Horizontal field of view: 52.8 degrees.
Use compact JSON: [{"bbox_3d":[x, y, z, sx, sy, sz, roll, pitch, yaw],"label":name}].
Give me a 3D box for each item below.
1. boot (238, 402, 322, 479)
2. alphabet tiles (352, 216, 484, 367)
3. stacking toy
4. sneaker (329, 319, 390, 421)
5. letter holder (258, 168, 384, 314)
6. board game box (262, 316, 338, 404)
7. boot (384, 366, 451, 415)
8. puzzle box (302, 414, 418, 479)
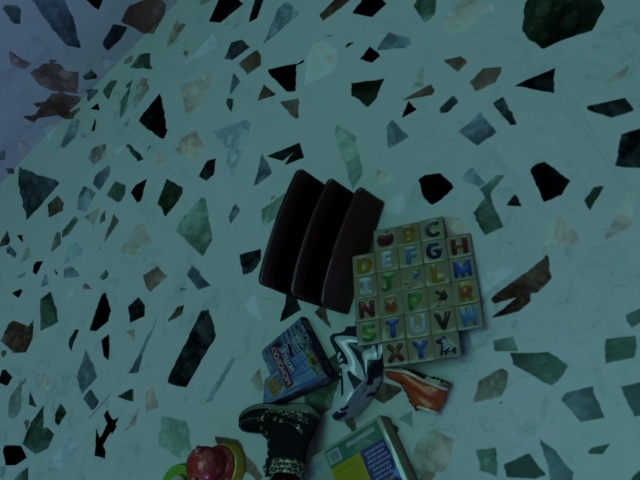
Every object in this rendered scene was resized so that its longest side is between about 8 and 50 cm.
[{"bbox_3d":[-0.117,0.481,1.526,0.236,0.085,0.178,-14,41,29],"label":"boot"},{"bbox_3d":[0.213,0.111,1.465,0.285,0.011,0.342,-12,60,18],"label":"alphabet tiles"},{"bbox_3d":[-0.329,0.675,1.614,0.280,0.130,0.308,-21,61,27],"label":"stacking toy"},{"bbox_3d":[0.065,0.289,1.504,0.153,0.094,0.235,30,91,40],"label":"sneaker"},{"bbox_3d":[0.000,0.000,1.579,0.152,0.214,0.301,13,81,38],"label":"letter holder"},{"bbox_3d":[-0.079,0.320,1.615,0.194,0.060,0.194,-41,54,15],"label":"board game box"},{"bbox_3d":[0.201,0.327,1.417,0.158,0.059,0.084,15,87,37],"label":"boot"},{"bbox_3d":[0.040,0.607,1.428,0.409,0.052,0.272,-37,55,19],"label":"puzzle box"}]
